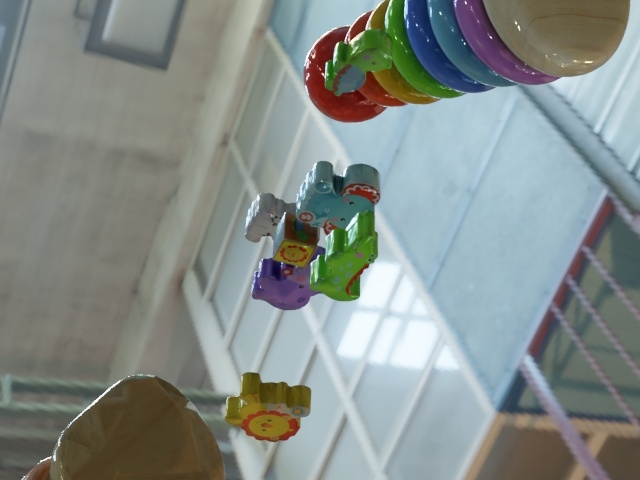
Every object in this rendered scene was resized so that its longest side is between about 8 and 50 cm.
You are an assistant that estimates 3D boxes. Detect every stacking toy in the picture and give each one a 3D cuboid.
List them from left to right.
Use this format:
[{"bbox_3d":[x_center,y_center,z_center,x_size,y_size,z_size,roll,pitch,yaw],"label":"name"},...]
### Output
[{"bbox_3d":[0.000,0.000,0.774,0.052,0.221,0.167,14,-130,-14],"label":"stacking toy"},{"bbox_3d":[0.091,-0.167,1.056,0.141,0.141,0.330,2,170,-34],"label":"stacking toy"}]

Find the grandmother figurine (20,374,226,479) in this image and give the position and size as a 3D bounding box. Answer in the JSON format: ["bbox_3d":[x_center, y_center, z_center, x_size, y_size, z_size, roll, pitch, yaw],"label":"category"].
[{"bbox_3d":[-0.157,0.197,0.464,0.104,0.342,0.208,16,-135,-50],"label":"grandmother figurine"}]
